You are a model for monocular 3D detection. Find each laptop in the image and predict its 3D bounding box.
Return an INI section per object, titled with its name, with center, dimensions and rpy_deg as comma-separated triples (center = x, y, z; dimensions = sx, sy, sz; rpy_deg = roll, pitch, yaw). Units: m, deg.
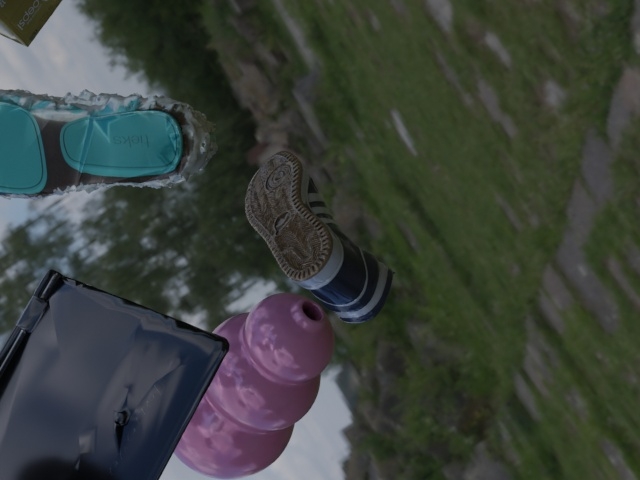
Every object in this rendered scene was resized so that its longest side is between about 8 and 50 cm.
[laptop]
center = -0.211, 0.249, 0.930
dimensions = 0.236, 0.382, 0.408
rpy_deg = 25, 168, 17

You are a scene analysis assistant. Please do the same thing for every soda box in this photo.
[soda box]
center = -0.298, -0.224, 0.913
dimensions = 0.181, 0.061, 0.058
rpy_deg = 26, 167, 30

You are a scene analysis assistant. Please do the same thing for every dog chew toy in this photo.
[dog chew toy]
center = -0.095, 0.198, 1.588
dimensions = 0.206, 0.332, 0.207
rpy_deg = 24, -142, -20

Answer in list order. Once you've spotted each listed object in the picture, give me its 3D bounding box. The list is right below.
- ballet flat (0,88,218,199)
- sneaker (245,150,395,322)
[ballet flat]
center = -0.316, -0.124, 1.426
dimensions = 0.147, 0.408, 0.147
rpy_deg = 5, -90, -71
[sneaker]
center = 0.000, 0.000, 1.438
dimensions = 0.153, 0.099, 0.282
rpy_deg = 38, -165, -34
